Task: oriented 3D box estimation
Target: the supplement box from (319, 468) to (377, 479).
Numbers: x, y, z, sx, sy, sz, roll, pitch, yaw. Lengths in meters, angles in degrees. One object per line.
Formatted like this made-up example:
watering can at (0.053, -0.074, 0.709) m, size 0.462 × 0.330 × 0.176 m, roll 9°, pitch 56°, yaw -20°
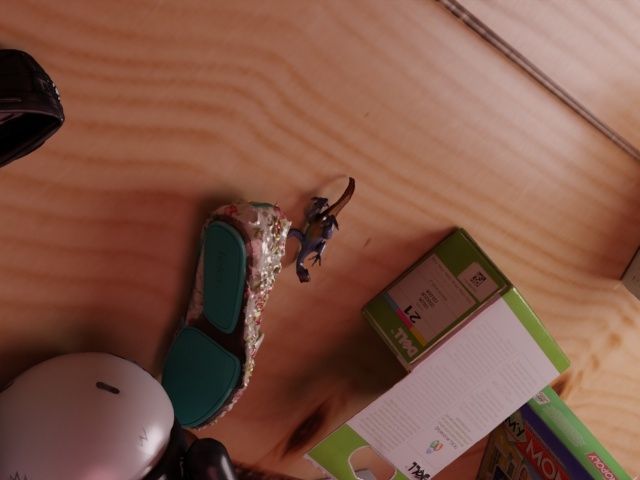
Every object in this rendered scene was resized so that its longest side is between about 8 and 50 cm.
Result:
supplement box at (0.006, 0.373, 1.459) m, size 0.111 × 0.114 × 0.220 m, roll -5°, pitch 128°, yaw -34°

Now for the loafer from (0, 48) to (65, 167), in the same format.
loafer at (-0.278, -0.056, 0.890) m, size 0.223 × 0.078 × 0.076 m, roll -27°, pitch 137°, yaw -13°

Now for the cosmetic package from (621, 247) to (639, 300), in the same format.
cosmetic package at (0.459, 0.018, 1.441) m, size 0.151 × 0.151 × 0.183 m, roll 1°, pitch 125°, yaw -36°

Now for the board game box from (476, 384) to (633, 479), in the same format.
board game box at (0.287, 0.327, 1.467) m, size 0.046 × 0.317 × 0.213 m, roll -12°, pitch 132°, yaw -26°

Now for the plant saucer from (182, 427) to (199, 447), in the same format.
plant saucer at (-0.190, 0.259, 1.273) m, size 0.199 × 0.036 × 0.198 m, roll -19°, pitch 135°, yaw -20°

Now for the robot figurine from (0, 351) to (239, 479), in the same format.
robot figurine at (-0.182, 0.225, 1.119) m, size 0.209 × 0.173 × 0.278 m, roll -24°, pitch 119°, yaw -18°

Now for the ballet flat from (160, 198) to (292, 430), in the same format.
ballet flat at (-0.075, 0.066, 1.152) m, size 0.077 × 0.091 × 0.241 m, roll -28°, pitch 147°, yaw -47°

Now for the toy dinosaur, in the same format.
toy dinosaur at (0.000, 0.000, 1.177) m, size 0.090 × 0.047 × 0.082 m, roll -31°, pitch 158°, yaw -25°

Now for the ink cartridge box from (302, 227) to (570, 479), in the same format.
ink cartridge box at (0.100, 0.137, 1.330) m, size 0.255 × 0.097 × 0.189 m, roll -39°, pitch 140°, yaw 3°
